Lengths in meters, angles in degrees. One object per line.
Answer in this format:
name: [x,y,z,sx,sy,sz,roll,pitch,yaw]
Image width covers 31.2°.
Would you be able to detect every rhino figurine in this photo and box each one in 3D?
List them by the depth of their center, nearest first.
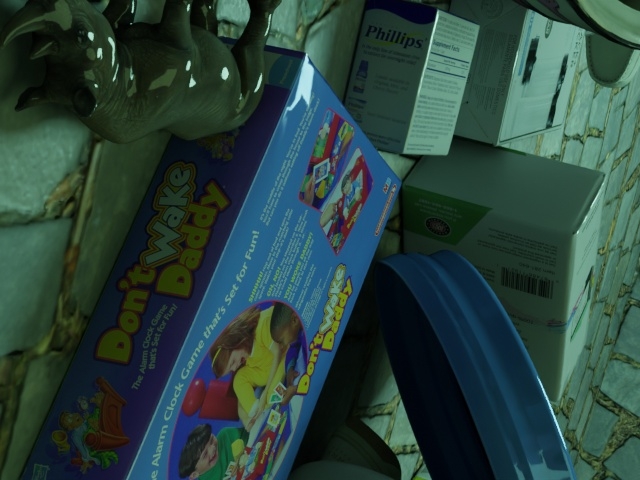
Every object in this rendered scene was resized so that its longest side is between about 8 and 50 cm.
rhino figurine: [-0.106,-0.111,0.692,0.243,0.073,0.106,-12,113,-63]

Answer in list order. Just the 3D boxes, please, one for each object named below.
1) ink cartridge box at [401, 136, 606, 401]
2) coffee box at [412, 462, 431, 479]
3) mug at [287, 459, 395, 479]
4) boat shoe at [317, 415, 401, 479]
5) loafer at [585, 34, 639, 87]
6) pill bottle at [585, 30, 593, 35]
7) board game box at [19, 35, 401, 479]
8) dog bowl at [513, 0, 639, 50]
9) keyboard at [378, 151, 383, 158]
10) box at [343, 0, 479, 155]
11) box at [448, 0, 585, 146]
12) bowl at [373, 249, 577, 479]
ink cartridge box: [0.210,0.035,1.337,0.117,0.201,0.278,-53,150,-39]
coffee box: [0.216,0.572,1.545,0.334,0.337,0.338,-41,142,-52]
mug: [-0.006,0.442,1.042,0.328,0.276,0.374,-49,149,-35]
boat shoe: [0.031,0.300,1.254,0.098,0.109,0.302,-41,152,-21]
loafer: [0.445,-0.386,1.718,0.111,0.112,0.319,-23,118,-55]
pill bottle: [0.350,-0.326,1.547,0.169,0.094,0.094,-13,117,-64]
board game box: [-0.064,0.056,0.872,0.347,0.078,0.233,-68,153,-13]
dog bowl: [0.289,-0.394,1.129,0.408,0.150,0.408,-10,106,-36]
keyboard: [0.000,0.000,1.088,0.256,0.014,0.072,-45,150,-47]
box: [0.086,-0.155,1.094,0.126,0.072,0.137,-7,112,-65]
box: [0.231,-0.213,1.365,0.290,0.087,0.169,-18,122,-63]
bowl: [0.159,0.190,1.164,0.077,0.391,0.391,-19,139,-7]
